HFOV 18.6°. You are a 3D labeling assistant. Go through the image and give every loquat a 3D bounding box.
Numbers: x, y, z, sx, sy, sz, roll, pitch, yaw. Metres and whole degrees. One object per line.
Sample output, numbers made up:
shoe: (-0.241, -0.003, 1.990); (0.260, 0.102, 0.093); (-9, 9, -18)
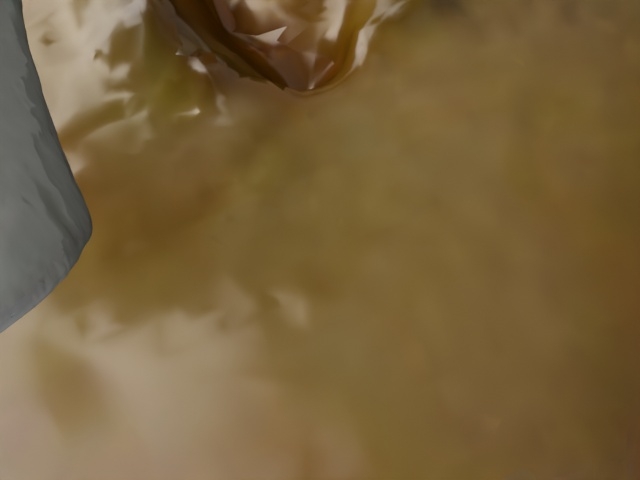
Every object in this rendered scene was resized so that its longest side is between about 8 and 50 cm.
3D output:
loquat: (0.000, 0.000, 0.576); (0.328, 0.328, 0.328); (-13, -90, -89)

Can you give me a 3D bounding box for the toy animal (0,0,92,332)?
toy animal: (-0.133, -0.076, 0.332); (0.221, 0.103, 0.131); (62, -158, -15)
